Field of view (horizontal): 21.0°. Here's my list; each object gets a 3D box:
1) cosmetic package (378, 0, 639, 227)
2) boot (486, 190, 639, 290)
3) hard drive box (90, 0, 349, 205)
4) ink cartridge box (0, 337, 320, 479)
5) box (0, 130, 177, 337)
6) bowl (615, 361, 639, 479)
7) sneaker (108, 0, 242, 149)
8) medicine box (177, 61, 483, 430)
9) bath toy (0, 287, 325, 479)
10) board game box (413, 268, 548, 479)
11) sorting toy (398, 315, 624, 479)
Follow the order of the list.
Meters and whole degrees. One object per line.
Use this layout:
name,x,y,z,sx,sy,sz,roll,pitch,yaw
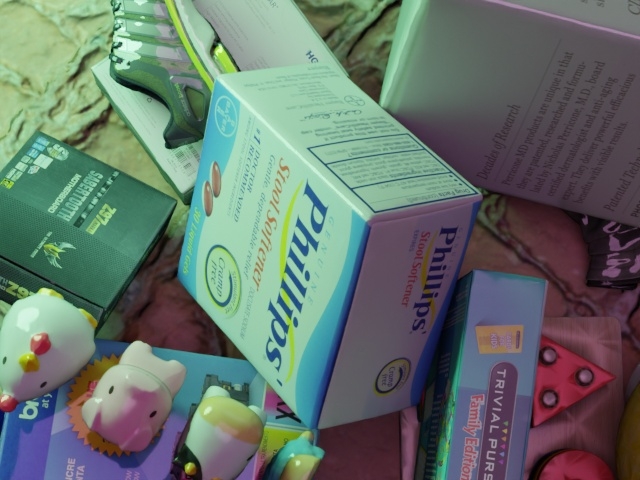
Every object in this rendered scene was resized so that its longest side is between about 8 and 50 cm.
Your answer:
cosmetic package,0.291,-0.250,1.821,0.394,0.327,0.329,14,60,-1
boot,0.308,-0.021,1.964,0.247,0.083,0.161,-2,89,-2
hard drive box,-0.113,-0.181,1.953,0.232,0.089,0.181,-35,85,-6
ink cartridge box,-0.208,0.248,1.845,0.395,0.151,0.270,8,77,-4
box,-0.279,-0.009,1.866,0.183,0.232,0.059,28,126,1
bowl,0.425,0.194,1.886,0.289,0.289,0.156,-35,43,-7
sneaker,-0.191,-0.232,1.861,0.121,0.111,0.300,-34,83,-2
medicine box,0.000,0.000,1.781,0.149,0.263,0.289,-10,39,-34
bath toy,-0.172,0.173,1.709,0.348,0.151,0.129,28,59,1
board game box,0.151,0.210,1.746,0.079,0.254,0.336,8,83,-2
sorting toy,0.219,0.212,1.922,0.255,0.089,0.257,-1,83,-3
